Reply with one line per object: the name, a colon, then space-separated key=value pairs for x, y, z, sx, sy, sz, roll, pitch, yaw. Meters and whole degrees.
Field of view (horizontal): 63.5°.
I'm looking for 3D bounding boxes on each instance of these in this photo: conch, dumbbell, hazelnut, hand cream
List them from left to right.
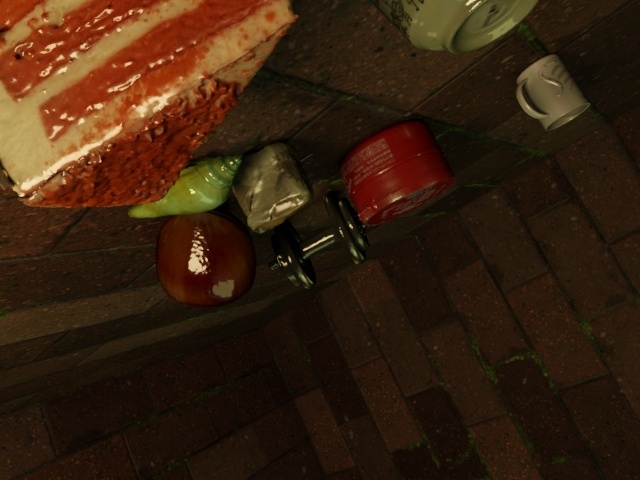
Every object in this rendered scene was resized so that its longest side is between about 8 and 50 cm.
conch: x=-0.197 y=-0.080 z=0.795 sx=0.200 sy=0.080 sz=0.095 roll=-13 pitch=-171 yaw=30
hazelnut: x=-0.214 y=0.022 z=0.978 sx=0.208 sy=0.208 sz=0.208 roll=-25 pitch=168 yaw=-6
dumbbell: x=0.000 y=0.000 z=1.271 sx=0.289 sy=0.192 sz=0.192 roll=-27 pitch=168 yaw=9
hand cream: x=0.160 y=-0.141 z=1.111 sx=0.230 sy=0.149 sz=0.230 roll=-27 pitch=170 yaw=-5

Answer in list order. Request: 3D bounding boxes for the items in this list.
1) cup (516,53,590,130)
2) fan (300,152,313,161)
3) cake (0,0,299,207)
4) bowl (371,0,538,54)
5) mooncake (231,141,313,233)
cup: x=0.481 y=-0.310 z=1.083 sx=0.099 sy=0.133 sz=0.136 roll=-33 pitch=166 yaw=36
fan: x=-0.049 y=-0.146 z=0.989 sx=0.083 sy=0.004 sz=0.056 roll=-29 pitch=168 yaw=9
cake: x=-0.137 y=-0.144 z=0.443 sx=0.262 sy=0.158 sz=0.159 roll=-29 pitch=172 yaw=7
bowl: x=0.167 y=-0.289 z=0.576 sx=0.211 sy=0.112 sz=0.211 roll=-23 pitch=168 yaw=-5
mooncake: x=-0.080 y=-0.090 z=0.872 sx=0.129 sy=0.125 sz=0.073 roll=-27 pitch=174 yaw=19
